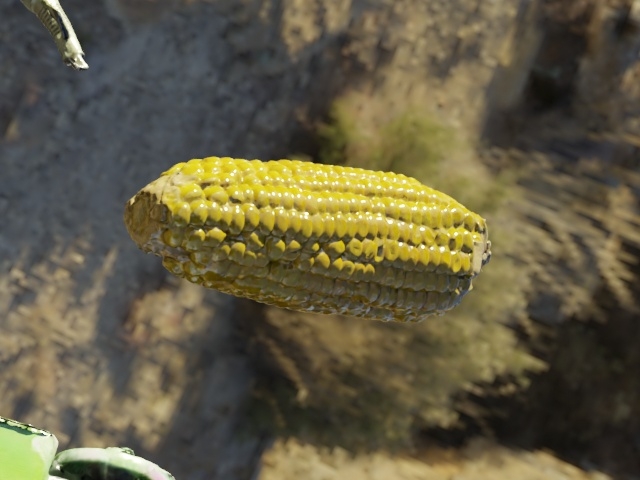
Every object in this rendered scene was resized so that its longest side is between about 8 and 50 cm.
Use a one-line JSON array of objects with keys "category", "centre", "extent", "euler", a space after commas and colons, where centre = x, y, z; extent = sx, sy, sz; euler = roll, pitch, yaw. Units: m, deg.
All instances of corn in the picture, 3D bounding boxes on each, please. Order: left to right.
[{"category": "corn", "centre": [0.000, 0.000, 1.138], "extent": [0.261, 0.097, 0.097], "euler": [7, 108, -35]}]

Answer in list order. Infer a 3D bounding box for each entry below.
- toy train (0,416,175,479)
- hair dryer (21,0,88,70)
[{"category": "toy train", "centre": [-0.258, 0.244, 1.442], "extent": [0.307, 0.249, 0.173], "euler": [131, -25, -59]}, {"category": "hair dryer", "centre": [-0.183, -0.159, 1.049], "extent": [0.067, 0.199, 0.167], "euler": [-23, 172, -20]}]
